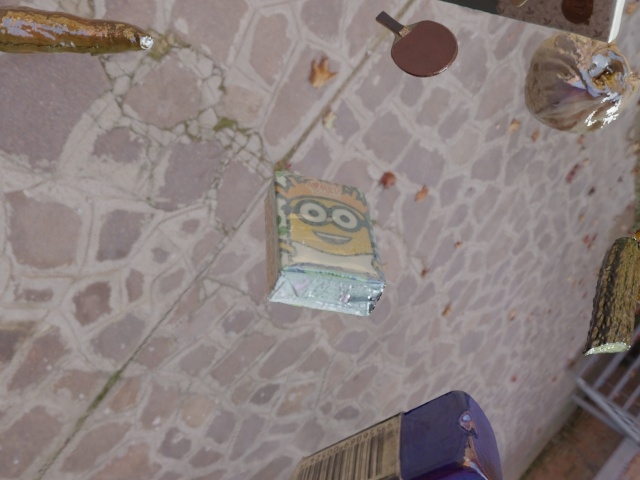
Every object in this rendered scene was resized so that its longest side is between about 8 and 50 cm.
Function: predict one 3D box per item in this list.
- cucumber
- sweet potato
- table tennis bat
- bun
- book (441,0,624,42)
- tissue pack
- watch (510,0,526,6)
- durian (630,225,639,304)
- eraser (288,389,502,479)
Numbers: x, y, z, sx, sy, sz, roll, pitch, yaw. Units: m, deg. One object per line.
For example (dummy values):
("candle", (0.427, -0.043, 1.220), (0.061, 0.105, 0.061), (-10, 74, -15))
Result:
("cucumber", (0.532, 0.093, 1.108), (0.077, 0.077, 0.266), (66, 40, -53))
("sweet potato", (-0.405, -0.330, 0.988), (0.273, 0.075, 0.075), (3, 127, -8))
("table tennis bat", (0.144, -0.311, 0.957), (0.095, 0.158, 0.014), (-43, 153, 0))
("bun", (0.628, -0.383, 1.477), (0.282, 0.281, 0.205), (-62, -177, 14))
("book", (0.285, -0.467, 0.920), (0.031, 0.379, 0.264), (-36, 138, -29))
("tissue pack", (0.000, 0.000, 1.338), (0.227, 0.311, 0.128), (11, 132, -18))
("watch", (0.098, -0.326, 0.599), (0.165, 0.268, 0.102), (-41, -178, -37))
("durian", (0.832, 0.072, 1.556), (0.191, 0.112, 0.341), (-35, 140, -26))
("eraser", (0.093, 0.343, 0.892), (0.332, 0.155, 0.102), (-32, 110, 23))
